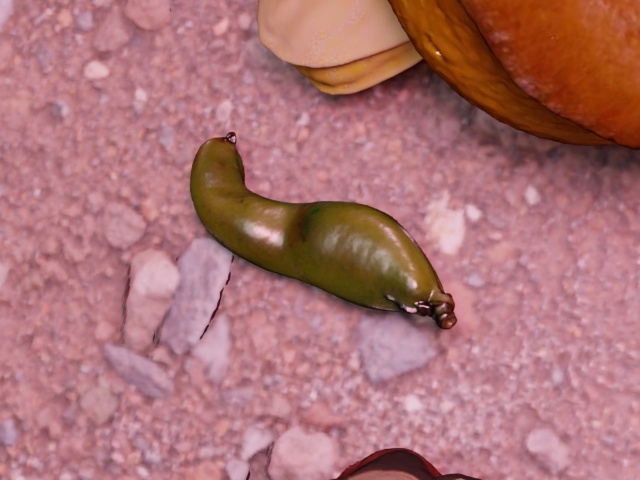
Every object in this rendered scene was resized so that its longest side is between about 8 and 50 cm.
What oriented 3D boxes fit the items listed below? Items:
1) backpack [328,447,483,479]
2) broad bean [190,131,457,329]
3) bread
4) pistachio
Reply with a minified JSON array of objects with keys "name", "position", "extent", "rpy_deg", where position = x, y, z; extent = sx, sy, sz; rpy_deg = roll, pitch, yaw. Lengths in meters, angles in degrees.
[{"name":"backpack","position":[0.026,0.241,1.020],"extent":[0.229,0.139,0.229],"rpy_deg":[-1,64,1]},{"name":"broad bean","position":[0.000,0.000,1.130],"extent":[0.214,0.048,0.070],"rpy_deg":[31,87,24]},{"name":"bread","position":[0.165,-0.194,1.018],"extent":[0.312,0.172,0.312],"rpy_deg":[4,81,-24]},{"name":"pistachio","position":[0.047,-0.182,1.122],"extent":[0.200,0.117,0.145],"rpy_deg":[-47,47,-3]}]
